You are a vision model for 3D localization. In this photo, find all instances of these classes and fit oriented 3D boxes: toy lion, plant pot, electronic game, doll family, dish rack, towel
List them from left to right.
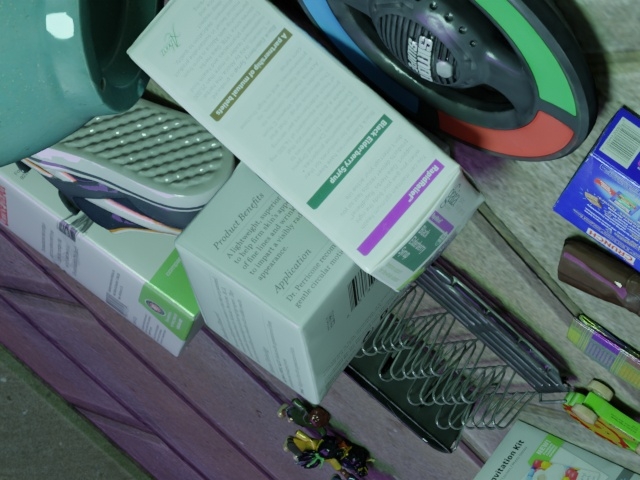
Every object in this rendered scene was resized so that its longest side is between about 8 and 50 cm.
[{"bbox_3d":[-0.224,-0.179,1.140,0.196,0.293,0.293,4,153,12],"label":"plant pot"},{"bbox_3d":[0.018,0.282,2.123,0.193,0.076,0.111,39,159,-22],"label":"doll family"},{"bbox_3d":[0.100,0.100,1.487,0.208,0.074,0.271,40,162,-10],"label":"dish rack"},{"bbox_3d":[0.069,-0.129,1.005,0.229,0.048,0.229,34,162,13],"label":"electronic game"},{"bbox_3d":[0.234,0.091,1.305,0.083,0.009,0.060,34,163,13],"label":"towel"},{"bbox_3d":[0.254,0.160,1.414,0.100,0.034,0.096,32,169,16],"label":"toy lion"}]

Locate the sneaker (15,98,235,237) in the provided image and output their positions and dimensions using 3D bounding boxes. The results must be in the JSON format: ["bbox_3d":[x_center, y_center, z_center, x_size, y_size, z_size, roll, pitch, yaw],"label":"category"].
[{"bbox_3d":[-0.221,-0.092,1.540,0.321,0.126,0.127,30,156,18],"label":"sneaker"}]

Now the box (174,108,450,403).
[{"bbox_3d":[0.000,0.000,1.244,0.119,0.181,0.182,35,164,17],"label":"box"}]

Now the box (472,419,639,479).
[{"bbox_3d":[0.222,0.263,1.541,0.186,0.145,0.038,22,155,42],"label":"box"}]

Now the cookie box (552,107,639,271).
[{"bbox_3d":[0.201,-0.025,1.023,0.092,0.040,0.107,36,162,6],"label":"cookie box"}]

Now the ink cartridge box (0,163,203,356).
[{"bbox_3d":[-0.220,-0.016,1.749,0.273,0.115,0.198,37,162,1],"label":"ink cartridge box"}]

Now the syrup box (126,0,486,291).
[{"bbox_3d":[-0.009,-0.078,1.115,0.237,0.096,0.093,43,-176,18],"label":"syrup box"}]

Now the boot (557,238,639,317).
[{"bbox_3d":[0.209,0.023,1.146,0.114,0.037,0.106,34,161,26],"label":"boot"}]
